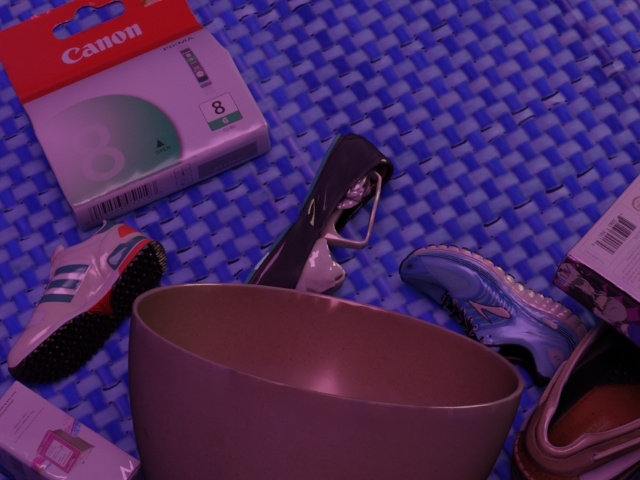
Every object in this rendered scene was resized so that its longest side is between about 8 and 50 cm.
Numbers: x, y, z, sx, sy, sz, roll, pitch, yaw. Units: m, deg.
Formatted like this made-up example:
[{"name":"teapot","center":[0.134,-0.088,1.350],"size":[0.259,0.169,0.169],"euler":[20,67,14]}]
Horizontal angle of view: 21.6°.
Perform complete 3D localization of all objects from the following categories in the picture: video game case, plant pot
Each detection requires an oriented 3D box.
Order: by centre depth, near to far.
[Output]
[{"name":"plant pot","center":[-0.011,0.161,1.210],"size":[0.284,0.284,0.191],"euler":[12,100,7]},{"name":"video game case","center":[0.318,0.021,1.275],"size":[0.210,0.042,0.232],"euler":[36,49,12]}]

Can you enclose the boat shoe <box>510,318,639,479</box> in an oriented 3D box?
[{"name":"boat shoe","center":[0.270,0.090,1.300],"size":[0.113,0.103,0.302],"euler":[38,70,20]}]

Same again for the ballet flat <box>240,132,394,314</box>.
[{"name":"ballet flat","center":[0.000,0.000,1.373],"size":[0.074,0.074,0.203],"euler":[26,65,13]}]

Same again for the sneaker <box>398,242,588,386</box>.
[{"name":"sneaker","center":[0.130,0.061,1.342],"size":[0.162,0.063,0.073],"euler":[29,72,15]}]

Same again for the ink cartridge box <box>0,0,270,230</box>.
[{"name":"ink cartridge box","center":[-0.170,-0.139,1.454],"size":[0.181,0.056,0.225],"euler":[-24,68,-10]}]

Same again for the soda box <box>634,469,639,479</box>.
[{"name":"soda box","center":[0.316,0.285,1.208],"size":[0.091,0.098,0.286],"euler":[-13,65,-6]}]

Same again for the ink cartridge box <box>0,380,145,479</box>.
[{"name":"ink cartridge box","center":[-0.194,0.173,1.282],"size":[0.122,0.088,0.052],"euler":[32,66,15]}]

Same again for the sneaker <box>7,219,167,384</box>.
[{"name":"sneaker","center":[-0.203,0.047,1.370],"size":[0.075,0.057,0.161],"euler":[33,70,34]}]
